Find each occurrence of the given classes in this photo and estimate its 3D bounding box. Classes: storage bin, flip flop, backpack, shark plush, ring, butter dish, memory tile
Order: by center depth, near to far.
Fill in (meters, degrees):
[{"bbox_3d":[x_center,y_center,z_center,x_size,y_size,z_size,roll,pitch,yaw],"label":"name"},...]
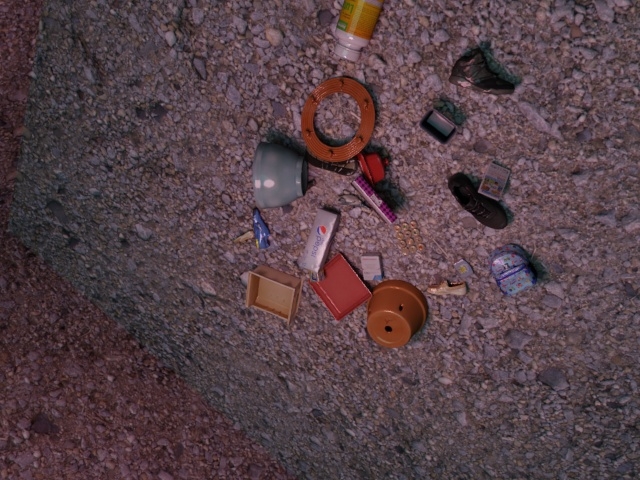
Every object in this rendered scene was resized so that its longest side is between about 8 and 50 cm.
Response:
[{"bbox_3d":[0.452,-0.441,1.563,0.135,0.091,0.098,38,122,3],"label":"storage bin"},{"bbox_3d":[0.762,0.112,1.663,0.158,0.117,0.173,-30,96,30],"label":"backpack"},{"bbox_3d":[0.061,-0.493,1.692,0.336,0.032,0.338,3,98,26],"label":"ring"},{"bbox_3d":[0.225,-0.305,1.709,0.118,0.160,0.160,-23,104,4],"label":"butter dish"},{"bbox_3d":[0.049,-0.353,1.780,0.276,0.080,0.113,26,111,26],"label":"flip flop"},{"bbox_3d":[0.390,-0.011,1.830,0.113,0.012,0.148,-14,106,29],"label":"memory tile"},{"bbox_3d":[0.148,-0.173,1.857,0.161,0.073,0.067,10,142,3],"label":"shark plush"},{"bbox_3d":[-0.247,0.288,2.181,0.262,0.123,0.261,19,118,15],"label":"storage bin"}]

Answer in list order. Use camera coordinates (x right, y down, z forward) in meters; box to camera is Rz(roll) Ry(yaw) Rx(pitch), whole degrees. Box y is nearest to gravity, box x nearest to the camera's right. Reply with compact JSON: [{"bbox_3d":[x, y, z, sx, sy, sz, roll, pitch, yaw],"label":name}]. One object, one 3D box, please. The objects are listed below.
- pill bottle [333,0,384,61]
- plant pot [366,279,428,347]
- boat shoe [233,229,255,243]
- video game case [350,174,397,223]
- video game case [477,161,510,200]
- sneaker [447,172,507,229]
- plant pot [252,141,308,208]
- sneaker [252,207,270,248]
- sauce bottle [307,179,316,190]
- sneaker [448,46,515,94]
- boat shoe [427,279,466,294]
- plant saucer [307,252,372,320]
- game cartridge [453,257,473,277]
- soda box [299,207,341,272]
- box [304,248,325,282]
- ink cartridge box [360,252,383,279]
[{"bbox_3d":[0.134,-0.798,1.515,0.136,0.136,0.246,27,121,10],"label":"pill bottle"},{"bbox_3d":[0.334,0.355,1.908,0.290,0.203,0.291,10,117,20],"label":"plant pot"},{"bbox_3d":[-0.396,-0.009,2.154,0.135,0.050,0.045,-27,95,31],"label":"boat shoe"},{"bbox_3d":[0.218,-0.168,1.726,0.041,0.210,0.232,-42,92,3],"label":"video game case"},{"bbox_3d":[0.658,-0.224,1.571,0.087,0.011,0.122,22,89,-4],"label":"video game case"},{"bbox_3d":[0.605,-0.135,1.612,0.286,0.130,0.109,39,120,2],"label":"sneaker"},{"bbox_3d":[-0.161,-0.281,1.807,0.196,0.293,0.294,2,114,8],"label":"plant pot"},{"bbox_3d":[-0.297,-0.062,2.089,0.082,0.069,0.210,-8,102,-8],"label":"sneaker"},{"bbox_3d":[-0.078,-0.244,1.915,0.128,0.042,0.042,-21,103,27],"label":"sauce bottle"},{"bbox_3d":[0.576,-0.588,1.444,0.227,0.087,0.131,25,127,18],"label":"sneaker"},{"bbox_3d":[0.556,0.203,1.828,0.169,0.063,0.059,-1,110,14],"label":"boat shoe"},{"bbox_3d":[0.097,0.225,2.024,0.258,0.047,0.259,-43,81,32],"label":"plant saucer"},{"bbox_3d":[0.619,0.119,1.786,0.056,0.017,0.083,-37,95,28],"label":"game cartridge"},{"bbox_3d":[0.000,0.000,1.910,0.097,0.091,0.287,20,99,14],"label":"soda box"},{"bbox_3d":[-0.027,0.115,2.010,0.054,0.059,0.169,-12,87,33],"label":"box"},{"bbox_3d":[0.242,0.119,1.931,0.088,0.052,0.123,-1,113,24],"label":"ink cartridge box"}]
